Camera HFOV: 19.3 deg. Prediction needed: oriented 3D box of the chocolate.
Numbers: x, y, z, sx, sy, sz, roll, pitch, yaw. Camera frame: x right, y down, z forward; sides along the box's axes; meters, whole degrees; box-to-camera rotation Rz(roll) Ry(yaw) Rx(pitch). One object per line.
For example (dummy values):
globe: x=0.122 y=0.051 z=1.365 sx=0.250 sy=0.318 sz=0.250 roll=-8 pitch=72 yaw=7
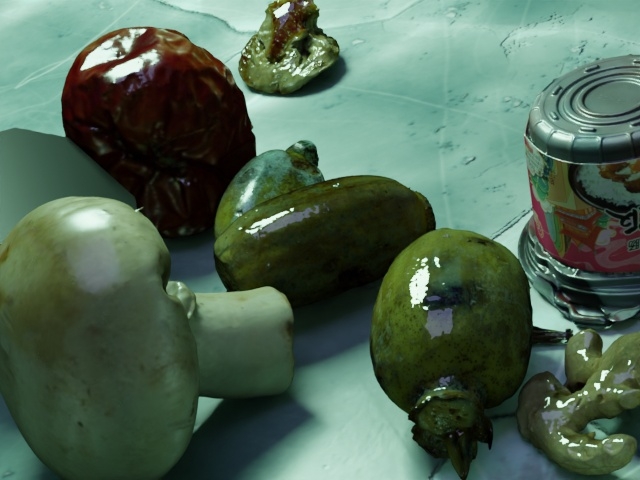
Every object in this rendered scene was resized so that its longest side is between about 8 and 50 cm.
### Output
chocolate: x=-0.327 y=0.019 z=2.051 sx=0.206 sy=0.177 sz=0.224 roll=-21 pitch=48 yaw=-41

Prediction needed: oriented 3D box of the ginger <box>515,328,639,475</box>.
ginger: x=0.276 y=0.116 z=1.746 sx=0.149 sy=0.065 sz=0.258 roll=9 pitch=42 yaw=38

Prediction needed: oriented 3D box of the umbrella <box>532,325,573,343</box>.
umbrella: x=0.209 y=0.093 z=1.850 sx=0.083 sy=0.020 sz=0.031 roll=5 pitch=39 yaw=22

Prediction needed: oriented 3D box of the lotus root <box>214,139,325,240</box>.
lotus root: x=-0.048 y=-0.044 z=2.104 sx=0.113 sy=0.088 sz=0.192 roll=21 pitch=44 yaw=6

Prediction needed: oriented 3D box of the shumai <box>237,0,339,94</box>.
shumai: x=-0.051 y=-0.251 z=2.425 sx=0.123 sy=0.105 sz=0.139 roll=-43 pitch=15 yaw=-29

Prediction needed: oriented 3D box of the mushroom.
mushroom: x=-0.171 y=0.087 z=1.824 sx=0.290 sy=0.292 sz=0.292 roll=-12 pitch=28 yaw=-26

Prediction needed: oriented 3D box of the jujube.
jujube: x=-0.183 y=-0.130 z=2.163 sx=0.213 sy=0.232 sz=0.213 roll=-13 pitch=33 yaw=9

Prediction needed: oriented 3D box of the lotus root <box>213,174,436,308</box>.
lotus root: x=0.000 y=0.000 z=1.976 sx=0.241 sy=0.123 sz=0.124 roll=-23 pitch=11 yaw=-16

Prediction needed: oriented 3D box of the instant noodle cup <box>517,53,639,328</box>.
instant noodle cup: x=0.311 y=-0.073 z=1.900 sx=0.258 sy=0.181 sz=0.302 roll=-3 pitch=35 yaw=22

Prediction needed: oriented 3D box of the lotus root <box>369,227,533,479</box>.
lotus root: x=0.121 y=0.099 z=1.760 sx=0.154 sy=0.154 sz=0.278 roll=-7 pitch=42 yaw=15
